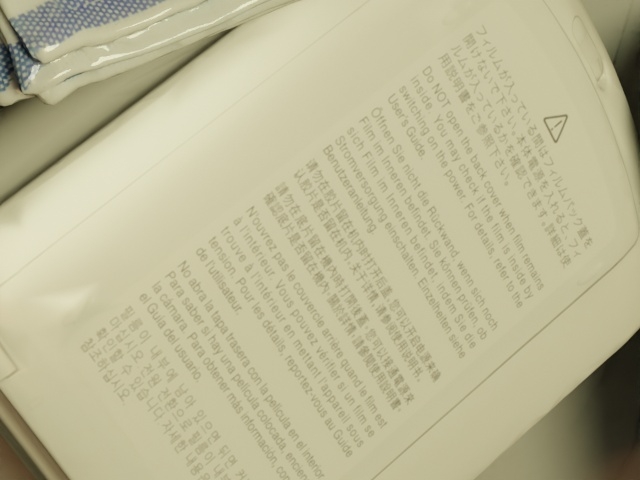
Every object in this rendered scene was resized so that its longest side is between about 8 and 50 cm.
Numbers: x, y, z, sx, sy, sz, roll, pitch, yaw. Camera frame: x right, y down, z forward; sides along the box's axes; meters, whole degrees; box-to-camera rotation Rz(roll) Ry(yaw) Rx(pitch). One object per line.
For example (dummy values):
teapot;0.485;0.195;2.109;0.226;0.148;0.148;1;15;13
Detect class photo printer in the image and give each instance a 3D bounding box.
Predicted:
photo printer;0.000;0.000;0.677;0.307;0.107;0.256;-40;118;-16

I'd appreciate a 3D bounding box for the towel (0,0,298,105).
towel;-0.070;-0.207;0.565;0.209;0.034;0.285;-24;91;-23
